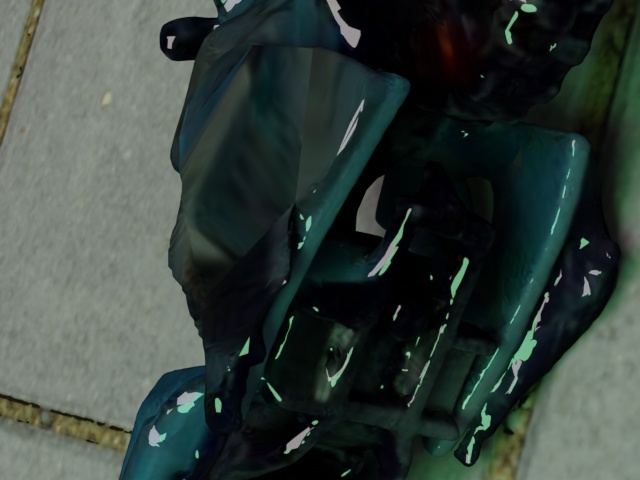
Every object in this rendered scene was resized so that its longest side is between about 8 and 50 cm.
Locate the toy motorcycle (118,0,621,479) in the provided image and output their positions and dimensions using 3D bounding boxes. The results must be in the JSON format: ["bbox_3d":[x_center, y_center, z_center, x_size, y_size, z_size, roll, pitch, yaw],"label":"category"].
[{"bbox_3d":[0.000,0.000,0.839,0.232,0.172,0.416,39,113,55],"label":"toy motorcycle"}]
